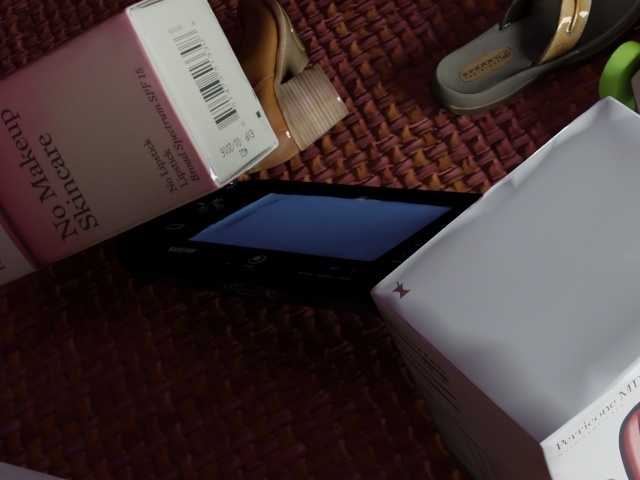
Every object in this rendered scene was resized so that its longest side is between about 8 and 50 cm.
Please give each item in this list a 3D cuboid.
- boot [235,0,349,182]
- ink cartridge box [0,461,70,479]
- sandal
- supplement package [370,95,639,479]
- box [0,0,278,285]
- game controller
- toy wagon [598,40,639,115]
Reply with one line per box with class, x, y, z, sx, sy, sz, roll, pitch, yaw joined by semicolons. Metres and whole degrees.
boot;-0.079;-0.134;1.100;0.152;0.073;0.197;-31;46;2
ink cartridge box;-0.231;0.240;0.855;0.219;0.093;0.160;8;57;26
sandal;0.185;-0.185;1.040;0.219;0.060;0.090;-29;49;-1
supplement package;0.171;0.066;0.757;0.194;0.203;0.149;-39;50;-10
box;-0.178;-0.081;0.982;0.232;0.149;0.127;-23;11;26
game controller;0.000;0.000;0.908;0.319;0.067;0.166;5;17;39
toy wagon;0.388;-0.148;0.925;0.267;0.068;0.344;31;70;36
